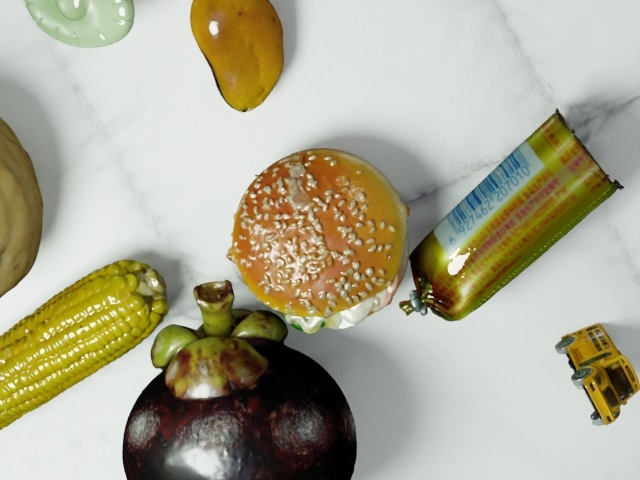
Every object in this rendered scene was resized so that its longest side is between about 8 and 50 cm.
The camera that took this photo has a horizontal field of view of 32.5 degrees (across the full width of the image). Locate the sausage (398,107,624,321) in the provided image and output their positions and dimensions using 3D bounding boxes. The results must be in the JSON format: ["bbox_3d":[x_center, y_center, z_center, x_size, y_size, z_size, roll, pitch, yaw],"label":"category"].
[{"bbox_3d":[0.219,-0.007,1.351,0.125,0.117,0.317,47,107,6],"label":"sausage"}]

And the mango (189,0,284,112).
[{"bbox_3d":[-0.097,-0.241,1.324,0.105,0.084,0.159,-20,126,-6],"label":"mango"}]

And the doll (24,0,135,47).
[{"bbox_3d":[-0.239,-0.369,1.257,0.269,0.216,0.284,-1,105,27],"label":"doll"}]

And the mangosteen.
[{"bbox_3d":[-0.106,0.235,1.380,0.297,0.313,0.297,-13,145,-9],"label":"mangosteen"}]

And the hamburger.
[{"bbox_3d":[0.003,-0.003,1.352,0.237,0.147,0.236,1,104,3],"label":"hamburger"}]

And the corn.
[{"bbox_3d":[-0.350,0.143,1.438,0.363,0.120,0.120,-34,102,13],"label":"corn"}]

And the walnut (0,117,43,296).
[{"bbox_3d":[-0.483,-0.044,1.312,0.297,0.285,0.285,-4,109,-23],"label":"walnut"}]

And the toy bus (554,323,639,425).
[{"bbox_3d":[0.348,0.164,1.368,0.074,0.162,0.069,-27,103,9],"label":"toy bus"}]
